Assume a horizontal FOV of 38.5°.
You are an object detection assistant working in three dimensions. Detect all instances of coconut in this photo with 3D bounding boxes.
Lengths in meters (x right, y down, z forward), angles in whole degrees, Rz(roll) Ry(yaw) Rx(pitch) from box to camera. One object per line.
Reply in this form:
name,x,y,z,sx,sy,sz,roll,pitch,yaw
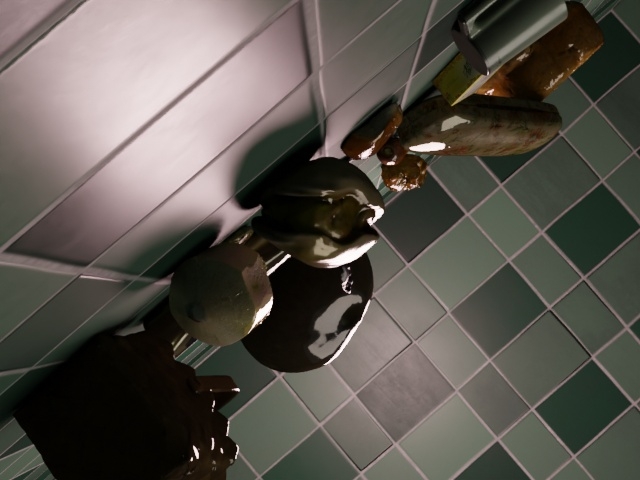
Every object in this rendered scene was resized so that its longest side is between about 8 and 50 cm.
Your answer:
coconut,-0.151,0.082,1.374,0.147,0.147,0.152,-42,177,23

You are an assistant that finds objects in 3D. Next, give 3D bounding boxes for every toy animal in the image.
toy animal,-0.016,0.003,1.699,0.160,0.273,0.197,-3,-158,23

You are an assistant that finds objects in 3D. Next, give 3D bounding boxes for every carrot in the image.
carrot,0.159,-0.193,1.932,0.059,0.059,0.248,-42,179,16

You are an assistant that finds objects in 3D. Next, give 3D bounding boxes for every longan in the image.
longan,-0.041,0.124,1.994,0.350,0.288,0.288,-51,174,14

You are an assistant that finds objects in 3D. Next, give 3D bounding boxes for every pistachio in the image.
pistachio,-0.006,-0.044,1.384,0.288,0.197,0.166,19,78,-73

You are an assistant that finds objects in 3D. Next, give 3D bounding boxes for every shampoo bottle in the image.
shampoo bottle,-0.147,0.060,1.586,0.350,0.084,0.125,-41,177,-5

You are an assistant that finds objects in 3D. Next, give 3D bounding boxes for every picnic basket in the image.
picnic basket,-0.276,0.302,1.443,0.254,0.291,0.321,-41,163,7

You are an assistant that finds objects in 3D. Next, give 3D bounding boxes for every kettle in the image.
kettle,0.274,-0.320,1.329,0.148,0.098,0.127,-37,-179,-1

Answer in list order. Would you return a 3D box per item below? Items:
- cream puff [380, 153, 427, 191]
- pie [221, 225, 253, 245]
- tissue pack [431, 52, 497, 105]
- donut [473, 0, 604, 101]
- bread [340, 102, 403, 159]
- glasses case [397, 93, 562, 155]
cream puff,0.210,-0.166,2.284,0.116,0.122,0.094,-8,-114,57
pie,-0.143,0.007,1.501,0.084,0.020,0.084,-41,175,-4
tissue pack,0.287,-0.325,1.624,0.095,0.062,0.176,-34,173,-43
donut,0.482,-0.399,2.044,0.299,0.150,0.317,-44,176,14
bread,0.094,-0.180,1.540,0.126,0.044,0.129,-43,173,7
glasses case,0.332,-0.233,1.873,0.425,0.098,0.156,-4,161,-42
